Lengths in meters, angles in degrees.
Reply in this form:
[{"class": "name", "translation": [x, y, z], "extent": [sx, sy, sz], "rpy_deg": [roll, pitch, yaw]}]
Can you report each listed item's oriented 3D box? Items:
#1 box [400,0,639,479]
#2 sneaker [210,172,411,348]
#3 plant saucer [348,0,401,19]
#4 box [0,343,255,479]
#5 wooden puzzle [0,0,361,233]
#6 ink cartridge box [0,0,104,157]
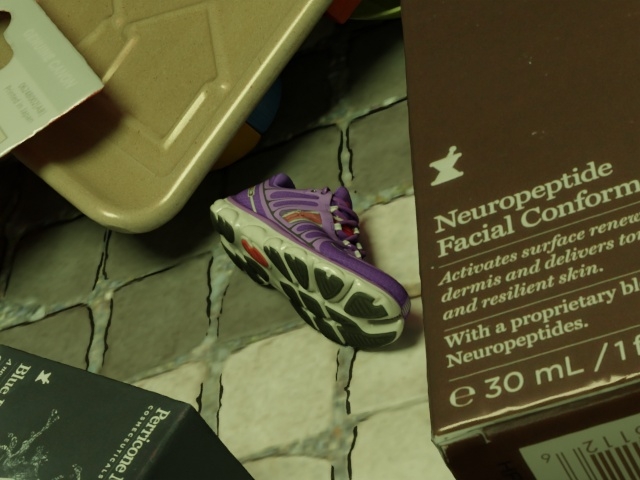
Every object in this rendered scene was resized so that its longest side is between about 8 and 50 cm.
[{"class": "box", "translation": [0.154, -0.036, 0.814], "extent": [0.191, 0.143, 0.381], "rpy_deg": [-19, 40, 16]}, {"class": "sneaker", "translation": [0.000, 0.000, 0.934], "extent": [0.071, 0.068, 0.170], "rpy_deg": [-37, 39, -14]}, {"class": "plant saucer", "translation": [0.087, -0.240, 1.095], "extent": [0.241, 0.037, 0.241], "rpy_deg": [-32, 40, 32]}, {"class": "box", "translation": [-0.141, 0.152, 0.852], "extent": [0.158, 0.093, 0.156], "rpy_deg": [12, 57, 39]}, {"class": "wooden puzzle", "translation": [-0.081, -0.178, 1.126], "extent": [0.348, 0.080, 0.322], "rpy_deg": [-50, 40, -5]}, {"class": "ink cartridge box", "translation": [-0.328, -0.021, 1.138], "extent": [0.385, 0.091, 0.308], "rpy_deg": [-39, 40, -3]}]
